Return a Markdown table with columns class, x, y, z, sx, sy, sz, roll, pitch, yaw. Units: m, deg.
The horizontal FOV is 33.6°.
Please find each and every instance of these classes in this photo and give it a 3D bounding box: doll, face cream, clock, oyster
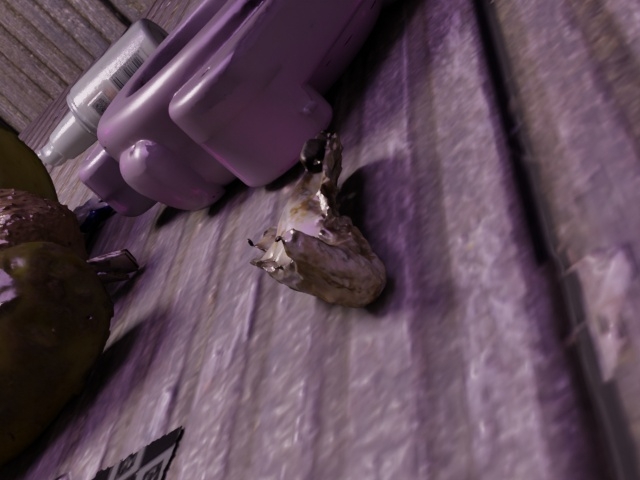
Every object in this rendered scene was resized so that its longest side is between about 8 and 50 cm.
| class | x | y | z | sx | sy | sz | roll | pitch | yaw |
| --- | --- | --- | --- | --- | --- | --- | --- | --- | --- |
| doll | -0.265 | 0.012 | 0.929 | 0.221 | 0.115 | 0.105 | 18 | 49 | 35 |
| face cream | -0.302 | -0.195 | 1.502 | 0.252 | 0.101 | 0.101 | -41 | 20 | 15 |
| clock | -0.069 | -0.152 | 0.917 | 0.322 | 0.113 | 0.295 | -22 | 31 | 53 |
| oyster | -0.003 | -0.002 | 0.599 | 0.106 | 0.061 | 0.200 | -56 | 10 | 30 |

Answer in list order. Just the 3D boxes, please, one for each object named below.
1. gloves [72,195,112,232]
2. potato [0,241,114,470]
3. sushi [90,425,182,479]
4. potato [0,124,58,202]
| class | x | y | z | sx | sy | sz | roll | pitch | yaw |
| --- | --- | --- | --- | --- | --- | --- | --- | --- | --- |
| gloves | -0.247 | -0.038 | 1.190 | 0.086 | 0.026 | 0.064 | -36 | 23 | 15 |
| potato | -0.260 | 0.101 | 0.784 | 0.251 | 0.113 | 0.149 | -44 | 60 | 6 |
| sushi | -0.151 | 0.179 | 0.549 | 0.139 | 0.031 | 0.201 | -35 | 22 | 31 |
| potato | -0.387 | 0.037 | 1.102 | 0.280 | 0.212 | 0.330 | -33 | -9 | 10 |
